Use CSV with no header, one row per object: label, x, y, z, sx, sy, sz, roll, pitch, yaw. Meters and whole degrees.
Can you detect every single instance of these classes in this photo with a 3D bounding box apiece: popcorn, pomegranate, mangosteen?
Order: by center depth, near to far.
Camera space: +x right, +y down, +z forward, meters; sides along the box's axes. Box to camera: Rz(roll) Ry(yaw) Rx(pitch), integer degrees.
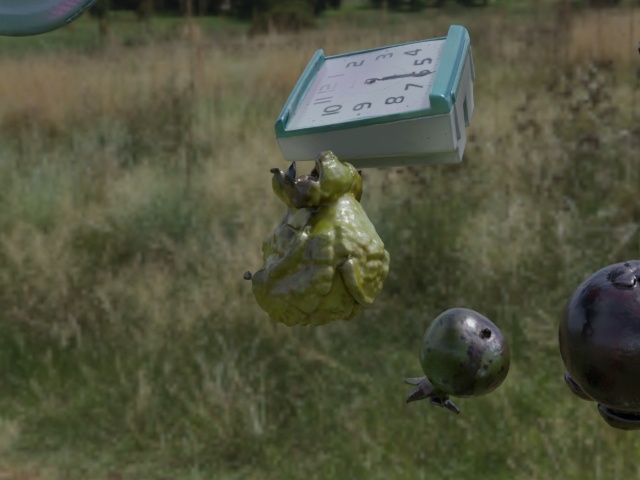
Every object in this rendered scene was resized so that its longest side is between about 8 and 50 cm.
popcorn,-0.005,0.005,1.451,0.174,0.195,0.168,1,-20,-35
mangosteen,0.380,0.123,1.456,0.210,0.209,0.210,-1,10,0
pomegranate,0.211,0.190,1.871,0.149,0.169,0.148,17,21,-7

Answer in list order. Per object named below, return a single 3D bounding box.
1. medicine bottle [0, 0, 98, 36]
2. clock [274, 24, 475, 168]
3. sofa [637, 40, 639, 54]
medicine bottle,-0.387,-0.408,1.511,0.245,0.245,0.290,-4,28,-17
clock,0.083,-0.176,1.616,0.231,0.116,0.262,-7,26,16
sofa,0.300,-0.174,1.038,0.039,0.060,0.118,-12,33,29
